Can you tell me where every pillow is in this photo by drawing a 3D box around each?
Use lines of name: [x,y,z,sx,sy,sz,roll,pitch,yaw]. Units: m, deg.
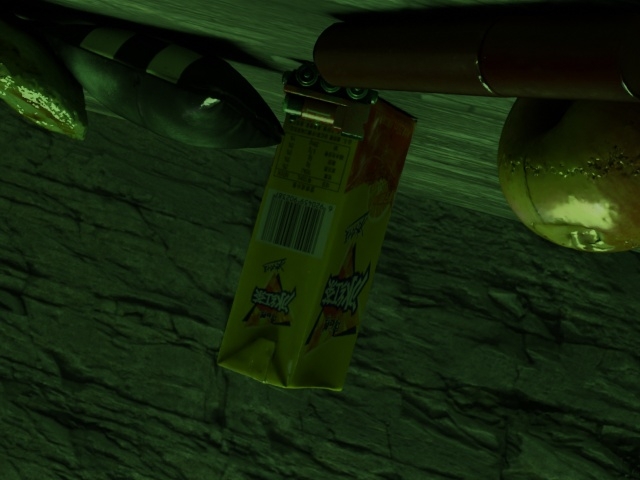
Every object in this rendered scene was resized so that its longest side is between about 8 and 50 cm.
pillow: [-0.179,-0.174,1.373,0.250,0.106,0.186,22,177,24]

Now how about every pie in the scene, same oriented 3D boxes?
pie: [-0.353,-0.210,1.423,0.201,0.090,0.248,44,178,-35]

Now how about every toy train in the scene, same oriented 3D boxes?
toy train: [0.007,-0.147,1.275,0.103,0.064,0.044,15,-179,-1]

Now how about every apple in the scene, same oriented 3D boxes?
apple: [0.196,-0.059,0.817,0.146,0.146,0.146,15,180,0]

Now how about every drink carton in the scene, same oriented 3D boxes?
drink carton: [0.000,0.000,1.459,0.111,0.351,0.154,15,179,28]

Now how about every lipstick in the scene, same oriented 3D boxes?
lipstick: [0.101,-0.127,0.836,0.057,0.057,0.356,15,180,-30]

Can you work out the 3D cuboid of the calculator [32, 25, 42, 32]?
calculator: [-0.313,-0.244,1.614,0.302,0.042,0.188,11,179,35]
